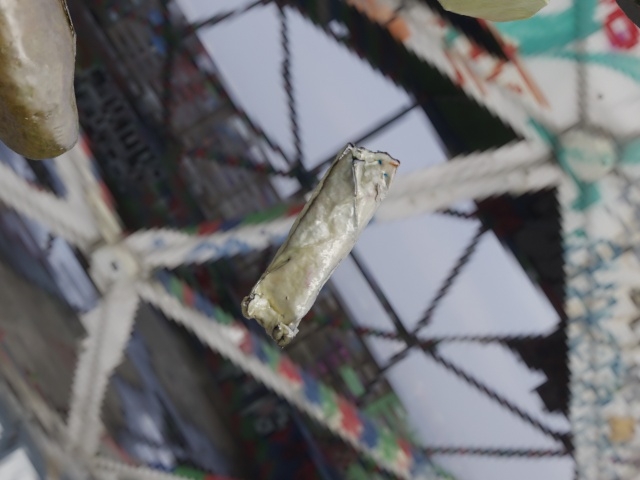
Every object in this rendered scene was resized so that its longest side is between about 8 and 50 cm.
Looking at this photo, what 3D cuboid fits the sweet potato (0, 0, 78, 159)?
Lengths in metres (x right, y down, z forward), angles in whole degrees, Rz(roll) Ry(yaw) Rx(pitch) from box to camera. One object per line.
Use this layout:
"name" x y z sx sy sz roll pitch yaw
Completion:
"sweet potato" -0.159 -0.152 0.621 0.273 0.075 0.075 55 1 3

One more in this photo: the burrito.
"burrito" 0.000 0.000 1.329 0.051 0.171 0.042 33 0 -6

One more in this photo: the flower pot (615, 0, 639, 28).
"flower pot" 0.329 -0.281 1.368 0.235 0.148 0.235 40 -44 53

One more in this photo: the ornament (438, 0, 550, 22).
"ornament" 0.154 -0.268 1.651 0.201 0.180 0.059 151 -52 -68
